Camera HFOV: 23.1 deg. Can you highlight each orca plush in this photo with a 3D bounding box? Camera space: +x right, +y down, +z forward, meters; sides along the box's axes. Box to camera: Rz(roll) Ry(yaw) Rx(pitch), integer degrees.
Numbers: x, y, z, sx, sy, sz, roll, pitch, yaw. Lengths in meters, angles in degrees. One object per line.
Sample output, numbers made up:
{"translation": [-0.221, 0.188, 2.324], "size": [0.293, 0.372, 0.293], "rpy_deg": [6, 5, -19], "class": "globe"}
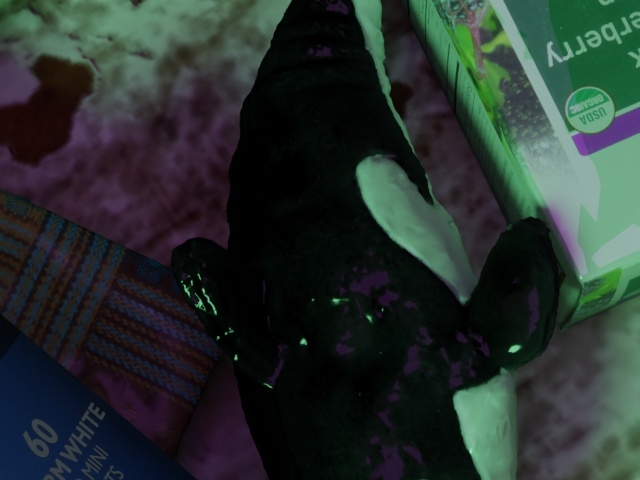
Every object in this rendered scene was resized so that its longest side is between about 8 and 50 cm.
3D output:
{"translation": [0.000, 0.000, 0.568], "size": [0.151, 0.102, 0.287], "rpy_deg": [-9, 76, 47], "class": "orca plush"}

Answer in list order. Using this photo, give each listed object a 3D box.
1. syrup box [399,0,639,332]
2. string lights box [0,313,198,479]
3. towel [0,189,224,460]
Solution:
{"translation": [0.091, -0.093, 0.625], "size": [0.093, 0.096, 0.236], "rpy_deg": [-23, 75, -3], "class": "syrup box"}
{"translation": [-0.095, 0.128, 0.521], "size": [0.260, 0.076, 0.133], "rpy_deg": [41, 120, -9], "class": "string lights box"}
{"translation": [-0.246, 0.067, 0.574], "size": [0.370, 0.040, 0.271], "rpy_deg": [25, 82, -10], "class": "towel"}
